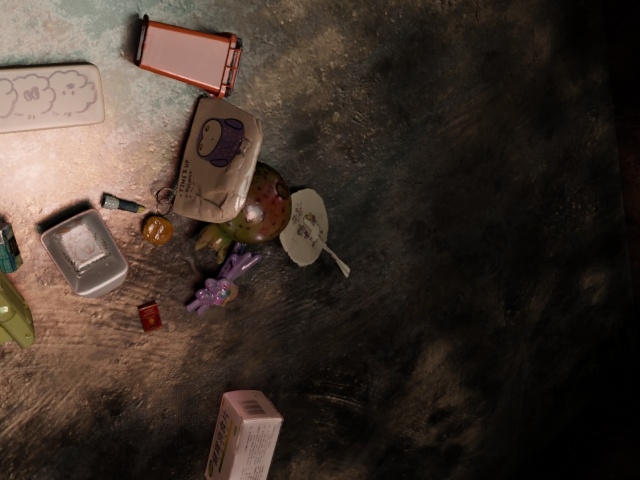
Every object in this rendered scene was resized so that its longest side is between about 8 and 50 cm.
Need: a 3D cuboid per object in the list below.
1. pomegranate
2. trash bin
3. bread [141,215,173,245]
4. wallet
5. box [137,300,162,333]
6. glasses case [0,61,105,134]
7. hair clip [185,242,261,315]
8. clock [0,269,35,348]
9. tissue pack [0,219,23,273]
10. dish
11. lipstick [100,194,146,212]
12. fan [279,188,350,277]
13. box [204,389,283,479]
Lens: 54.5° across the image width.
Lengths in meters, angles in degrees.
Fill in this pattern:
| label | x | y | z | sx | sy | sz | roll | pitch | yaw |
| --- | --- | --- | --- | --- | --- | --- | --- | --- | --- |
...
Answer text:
| label | x | y | z | sx | sy | sz | roll | pitch | yaw |
| --- | --- | --- | --- | --- | --- | --- | --- | --- | --- |
| pomegranate | -0.209 | -0.078 | 1.705 | 0.242 | 0.242 | 0.306 | 8 | 145 | -33 |
| trash bin | -0.314 | -0.443 | 1.495 | 0.238 | 0.184 | 0.161 | 8 | 105 | -28 |
| bread | -0.440 | -0.029 | 1.666 | 0.081 | 0.046 | 0.083 | -38 | 123 | -15 |
| wallet | -0.269 | -0.194 | 1.562 | 0.068 | 0.274 | 0.335 | 13 | 94 | -58 |
| box | -0.481 | 0.217 | 1.756 | 0.051 | 0.023 | 0.082 | -18 | 118 | -23 |
| glasses case | -0.664 | -0.318 | 1.390 | 0.336 | 0.076 | 0.144 | -13 | 116 | -26 |
| hair clip | -0.276 | 0.110 | 1.788 | 0.278 | 0.090 | 0.137 | -55 | 150 | 2 |
| clock | -0.867 | 0.198 | 1.415 | 0.348 | 0.117 | 0.286 | -26 | 138 | -11 |
| tissue pack | -0.763 | 0.014 | 1.474 | 0.085 | 0.079 | 0.111 | -4 | 115 | 4 |
| dish | -0.595 | 0.036 | 1.587 | 0.154 | 0.064 | 0.234 | -30 | 121 | -17 |
| lipstick | -0.507 | -0.088 | 1.609 | 0.116 | 0.037 | 0.037 | 15 | 101 | -39 |
| fan | 0.001 | 0.000 | 1.921 | 0.414 | 0.012 | 0.233 | 45 | 59 | -46 |
| box | -0.250 | 0.668 | 1.992 | 0.145 | 0.173 | 0.333 | 6 | 106 | -31 |
